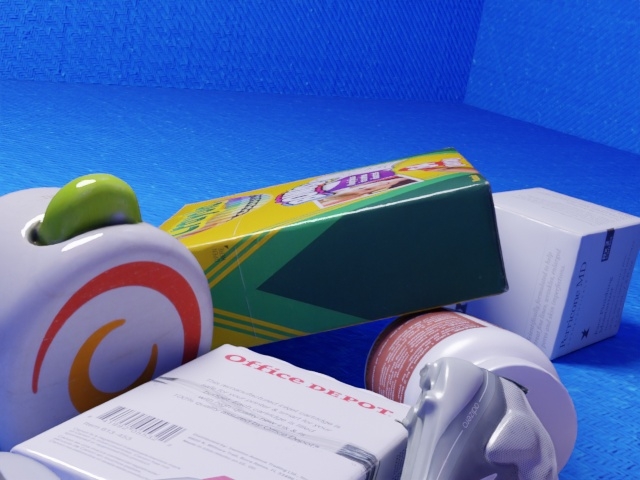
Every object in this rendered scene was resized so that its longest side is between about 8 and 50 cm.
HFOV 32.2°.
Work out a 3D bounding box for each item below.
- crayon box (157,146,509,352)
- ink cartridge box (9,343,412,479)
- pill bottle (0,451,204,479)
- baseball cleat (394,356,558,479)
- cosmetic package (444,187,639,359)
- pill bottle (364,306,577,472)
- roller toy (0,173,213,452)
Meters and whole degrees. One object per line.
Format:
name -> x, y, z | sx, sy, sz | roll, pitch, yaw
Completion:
crayon box -> 0.000, 0.000, 1.079 | 0.313, 0.106, 0.363 | -11, 8, 4
ink cartridge box -> -0.057, 0.161, 0.704 | 0.172, 0.100, 0.237 | 17, 17, 23
pill bottle -> -0.182, 0.175, 0.422 | 0.319, 0.176, 0.176 | 0, 18, -35
baseball cleat -> 0.087, 0.169, 0.662 | 0.109, 0.205, 0.072 | 20, -26, -5
cosmetic package -> 0.263, 0.032, 1.299 | 0.151, 0.151, 0.184 | 21, 19, 35
pill bottle -> 0.112, 0.121, 0.849 | 0.121, 0.121, 0.216 | 8, 2, -10
roller toy -> -0.191, 0.065, 0.808 | 0.146, 0.209, 0.191 | 23, -20, 39
